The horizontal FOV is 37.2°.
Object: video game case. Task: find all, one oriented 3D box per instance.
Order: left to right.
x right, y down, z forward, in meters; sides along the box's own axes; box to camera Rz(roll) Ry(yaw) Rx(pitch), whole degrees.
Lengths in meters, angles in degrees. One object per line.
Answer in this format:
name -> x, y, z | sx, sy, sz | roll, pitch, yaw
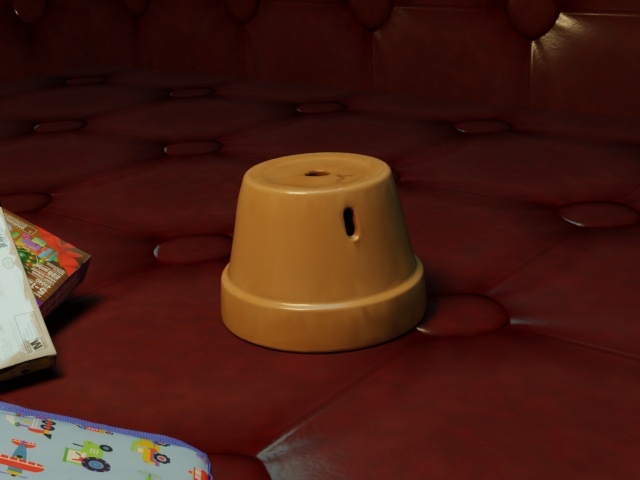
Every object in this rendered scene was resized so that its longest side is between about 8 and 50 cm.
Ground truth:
video game case -> -0.463, 0.081, 1.171 | 0.210, 0.042, 0.232 | -17, 64, -27

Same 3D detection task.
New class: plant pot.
plant pot -> 0.000, 0.000, 1.307 | 0.290, 0.204, 0.291 | -3, 19, 1

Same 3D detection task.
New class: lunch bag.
lunch bag -> -0.214, 0.238, 0.814 | 0.293, 0.138, 0.221 | 4, 16, -8

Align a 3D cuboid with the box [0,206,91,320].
box -> -0.493, 0.020, 1.301 | 0.293, 0.057, 0.201 | 28, 35, 2
